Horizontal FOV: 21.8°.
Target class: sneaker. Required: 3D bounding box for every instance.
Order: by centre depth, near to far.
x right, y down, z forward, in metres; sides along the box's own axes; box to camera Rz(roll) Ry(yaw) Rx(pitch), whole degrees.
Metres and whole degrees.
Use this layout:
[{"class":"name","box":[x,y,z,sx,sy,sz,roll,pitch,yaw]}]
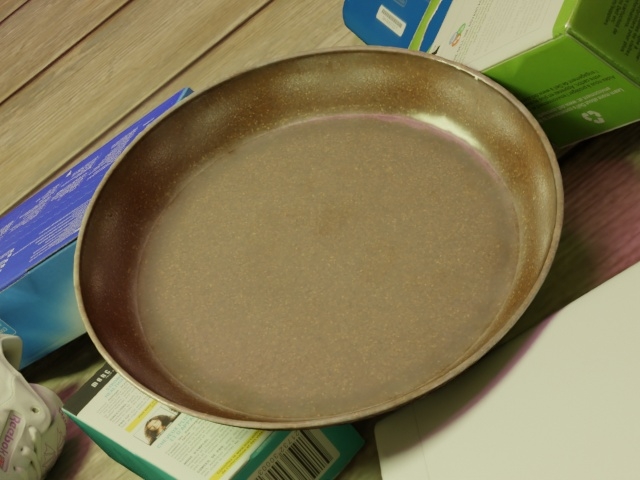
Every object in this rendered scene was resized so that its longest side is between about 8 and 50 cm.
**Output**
[{"class":"sneaker","box":[-0.246,0.164,1.206,0.152,0.114,0.305,-3,41,-22]}]

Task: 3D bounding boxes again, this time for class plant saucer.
[{"class":"plant saucer","box":[0.000,0.000,1.047,0.310,0.050,0.311,-8,49,10]}]

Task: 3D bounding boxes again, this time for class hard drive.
[{"class":"hard drive","box":[0.174,0.087,0.884,0.307,0.040,0.203,-33,27,13]}]

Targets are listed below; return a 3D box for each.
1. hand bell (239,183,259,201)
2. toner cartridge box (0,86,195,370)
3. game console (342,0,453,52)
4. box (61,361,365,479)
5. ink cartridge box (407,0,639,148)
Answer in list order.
[{"class":"hand bell","box":[-0.059,0.024,1.246,0.126,0.126,0.242,-49,15,-20]},{"class":"toner cartridge box","box":[-0.214,0.014,1.381,0.348,0.075,0.165,-28,27,45]},{"class":"game console","box":[0.171,-0.245,1.432,0.250,0.173,0.293,-67,22,14]},{"class":"box","box":[-0.079,0.124,1.122,0.100,0.060,0.244,-46,27,-16]},{"class":"ink cartridge box","box":[0.164,-0.162,1.161,0.255,0.097,0.189,-22,40,62]}]
